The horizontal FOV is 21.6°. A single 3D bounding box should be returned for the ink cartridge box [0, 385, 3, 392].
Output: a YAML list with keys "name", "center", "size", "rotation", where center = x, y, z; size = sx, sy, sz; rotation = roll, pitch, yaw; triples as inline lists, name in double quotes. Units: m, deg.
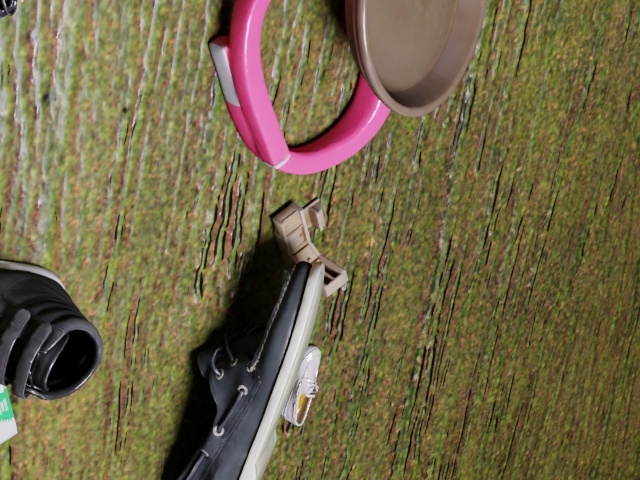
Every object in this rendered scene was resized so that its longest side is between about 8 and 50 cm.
- name: "ink cartridge box"
  center: [-0.370, 0.136, 1.615]
  size: [0.115, 0.063, 0.029]
  rotation: [-16, 125, -38]

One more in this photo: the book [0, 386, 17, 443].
- name: "book"
  center: [-0.376, 0.192, 1.672]
  size: [0.144, 0.035, 0.096]
  rotation: [-33, 137, -29]

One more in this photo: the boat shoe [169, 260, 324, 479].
- name: "boat shoe"
  center: [-0.089, 0.163, 1.879]
  size: [0.127, 0.113, 0.340]
  rotation: [-60, 170, -63]

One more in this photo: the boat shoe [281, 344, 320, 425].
- name: "boat shoe"
  center: [-0.017, 0.176, 2.012]
  size: [0.035, 0.035, 0.100]
  rotation: [9, 107, -47]

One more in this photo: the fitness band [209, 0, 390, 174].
- name: "fitness band"
  center: [-0.009, -0.196, 1.781]
  size: [0.209, 0.054, 0.291]
  rotation: [-39, 137, -22]

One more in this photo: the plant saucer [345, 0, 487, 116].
- name: "plant saucer"
  center: [0.104, -0.272, 1.805]
  size: [0.278, 0.041, 0.278]
  rotation: [-27, 123, -52]

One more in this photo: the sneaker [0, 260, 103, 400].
- name: "sneaker"
  center: [-0.328, 0.082, 1.560]
  size: [0.295, 0.147, 0.104]
  rotation: [3, 113, -45]

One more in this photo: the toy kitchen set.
- name: "toy kitchen set"
  center: [0.000, 0.000, 1.891]
  size: [0.068, 0.075, 0.083]
  rotation: [-39, 140, -23]

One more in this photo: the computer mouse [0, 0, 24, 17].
- name: "computer mouse"
  center: [-0.342, -0.206, 1.454]
  size: [0.193, 0.042, 0.106]
  rotation: [-39, 141, -29]
